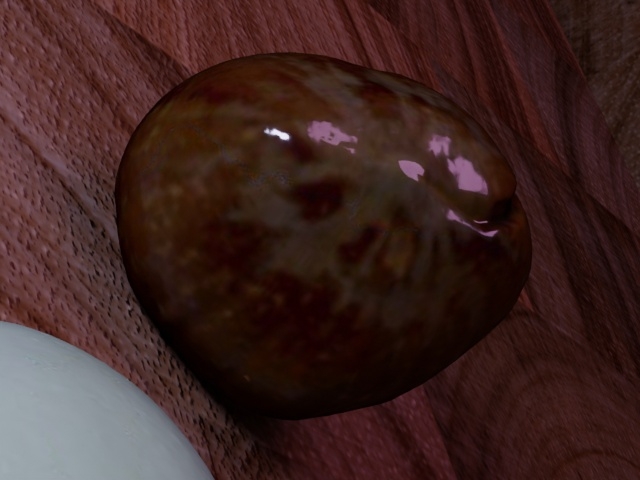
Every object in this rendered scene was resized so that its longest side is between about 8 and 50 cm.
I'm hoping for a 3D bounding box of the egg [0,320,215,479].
[{"bbox_3d":[-0.113,0.146,0.537,0.203,0.203,0.283,42,28,-37],"label":"egg"}]

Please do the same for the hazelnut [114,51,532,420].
[{"bbox_3d":[0.000,0.000,1.026,0.234,0.218,0.218,12,40,-21],"label":"hazelnut"}]
